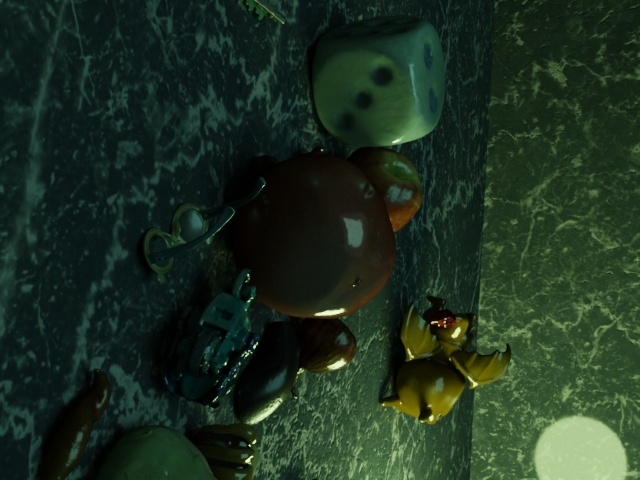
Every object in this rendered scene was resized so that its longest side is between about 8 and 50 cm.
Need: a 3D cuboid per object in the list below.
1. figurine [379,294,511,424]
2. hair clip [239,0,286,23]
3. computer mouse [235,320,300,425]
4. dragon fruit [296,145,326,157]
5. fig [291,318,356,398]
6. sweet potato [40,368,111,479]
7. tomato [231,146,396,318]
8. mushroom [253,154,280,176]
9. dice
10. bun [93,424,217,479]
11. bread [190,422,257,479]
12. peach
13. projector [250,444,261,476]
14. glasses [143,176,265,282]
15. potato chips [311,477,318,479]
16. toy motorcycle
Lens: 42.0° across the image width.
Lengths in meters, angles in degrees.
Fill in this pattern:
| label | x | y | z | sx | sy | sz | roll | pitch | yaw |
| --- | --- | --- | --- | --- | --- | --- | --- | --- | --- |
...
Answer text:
| label | x | y | z | sx | sy | sz | roll | pitch | yaw |
| --- | --- | --- | --- | --- | --- | --- | --- | --- | --- |
| figurine | 0.350 | 0.377 | 2.636 | 0.400 | 0.268 | 0.387 | 27 | 83 | -28 |
| hair clip | -0.131 | -0.485 | 1.694 | 0.173 | 0.049 | 0.049 | 28 | 68 | -58 |
| computer mouse | -0.096 | 0.293 | 1.831 | 0.147 | 0.088 | 0.264 | 73 | 29 | -42 |
| dragon fruit | -0.026 | -0.162 | 1.946 | 0.112 | 0.068 | 0.126 | 51 | 60 | -42 |
| fig | -0.003 | 0.250 | 1.983 | 0.148 | 0.202 | 0.149 | 56 | 31 | 1 |
| sweet potato | -0.369 | 0.289 | 1.258 | 0.055 | 0.058 | 0.202 | 48 | 48 | -30 |
| tomato | 0.000 | 0.000 | 1.683 | 0.273 | 0.341 | 0.341 | 60 | -4 | 44 |
| mushroom | -0.102 | -0.122 | 1.774 | 0.088 | 0.072 | 0.130 | -124 | -154 | -57 |
| dice | 0.148 | -0.394 | 2.046 | 0.265 | 0.267 | 0.263 | -49 | 136 | -52 |
| bun | -0.251 | 0.460 | 1.385 | 0.293 | 0.187 | 0.293 | 6 | 90 | -66 |
| bread | -0.194 | 0.451 | 1.563 | 0.081 | 0.134 | 0.225 | 4 | 90 | -75 |
| peach | 0.136 | -0.114 | 2.140 | 0.232 | 0.256 | 0.233 | 20 | 52 | -27 |
| projector | -0.176 | 0.445 | 1.667 | 0.082 | 0.083 | 0.083 | -64 | 147 | -40 |
| glasses | -0.204 | -0.046 | 1.435 | 0.088 | 0.220 | 0.190 | 48 | 37 | -3 |
| potato chips | -0.042 | 0.802 | 1.997 | 0.389 | 0.097 | 0.373 | -50 | 136 | -55 |
| toy motorcycle | -0.192 | 0.187 | 1.547 | 0.260 | 0.154 | 0.206 | -63 | 170 | -48 |
